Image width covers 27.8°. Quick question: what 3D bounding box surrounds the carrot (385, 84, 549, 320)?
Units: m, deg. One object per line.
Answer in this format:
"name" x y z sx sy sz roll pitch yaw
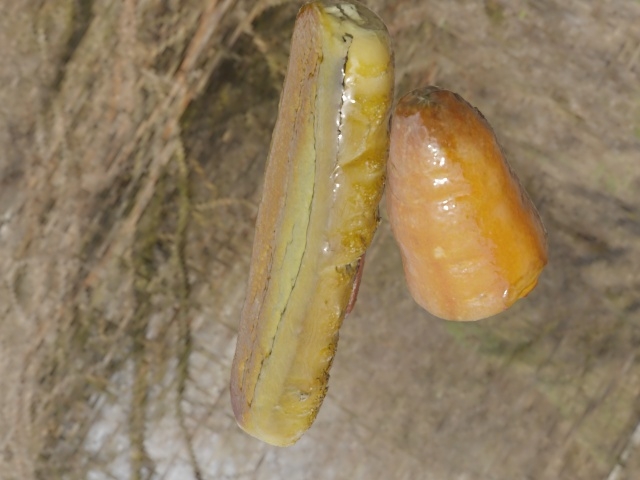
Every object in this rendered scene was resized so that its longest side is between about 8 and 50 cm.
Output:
"carrot" 0.134 -0.054 1.284 0.159 0.159 0.225 28 150 42

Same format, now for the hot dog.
"hot dog" 0.000 0.000 0.563 0.047 0.216 0.066 0 -152 -21
